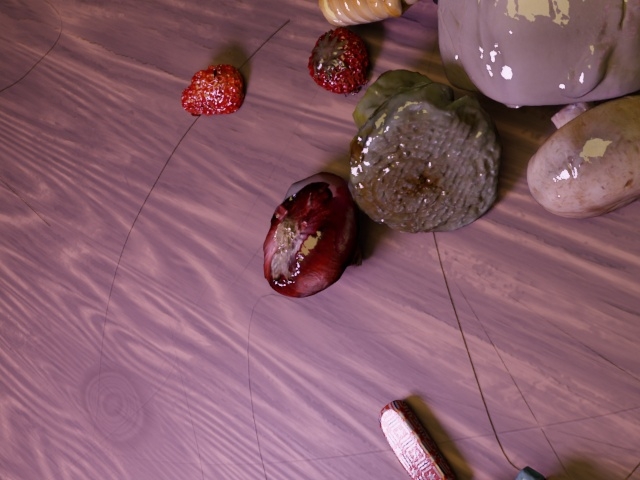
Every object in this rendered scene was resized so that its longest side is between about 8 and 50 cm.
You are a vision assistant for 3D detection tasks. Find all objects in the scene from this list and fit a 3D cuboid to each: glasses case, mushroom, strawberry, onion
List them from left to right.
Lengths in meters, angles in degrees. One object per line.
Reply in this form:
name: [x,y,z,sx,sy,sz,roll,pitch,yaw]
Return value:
strawberry: [-0.273,-0.359,1.555,0.188,0.082,0.121,-16,80,25]
onion: [0.000,0.000,1.322,0.272,0.195,0.272,-41,33,33]
strawberry: [0.037,-0.386,1.373,0.145,0.086,0.145,-5,81,29]
glasses case: [0.184,0.403,1.231,0.073,0.049,0.194,-44,66,21]
mushroom: [0.455,-0.153,1.047,0.253,0.189,0.195,-27,75,21]

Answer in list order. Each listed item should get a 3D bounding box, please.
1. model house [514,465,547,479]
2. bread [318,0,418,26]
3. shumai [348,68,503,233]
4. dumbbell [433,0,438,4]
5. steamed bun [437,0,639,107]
model house: [0.259,0.498,1.043,0.230,0.280,0.249,25,104,28]
bread: [0.104,-0.507,1.251,0.173,0.121,0.311,-46,28,-13]
shumai: [0.191,-0.197,1.227,0.309,0.304,0.263,-44,32,35]
dumbbell: [0.312,-0.464,1.211,0.191,0.100,0.100,38,104,27]
steamed bun: [0.378,-0.341,1.019,0.383,0.236,0.247,0,119,16]
